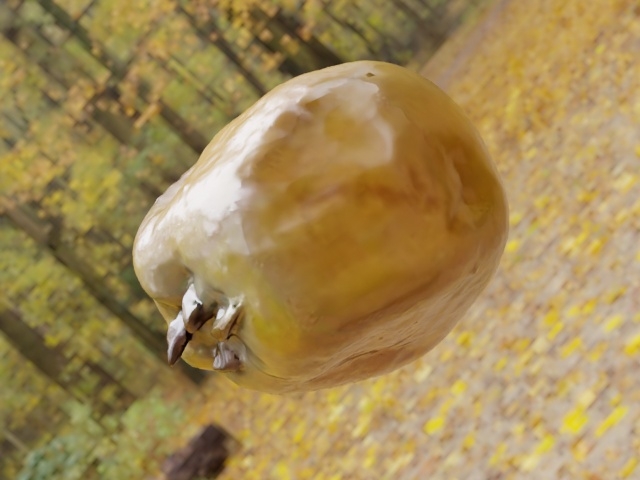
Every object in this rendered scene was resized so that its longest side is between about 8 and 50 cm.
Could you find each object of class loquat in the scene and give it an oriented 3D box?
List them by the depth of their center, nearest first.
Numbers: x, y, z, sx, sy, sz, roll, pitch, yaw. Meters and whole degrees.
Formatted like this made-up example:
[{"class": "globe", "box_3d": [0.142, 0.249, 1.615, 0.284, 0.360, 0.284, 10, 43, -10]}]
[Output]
[{"class": "loquat", "box_3d": [0.000, 0.000, 0.535, 0.137, 0.113, 0.137, -24, 6, 3]}]
